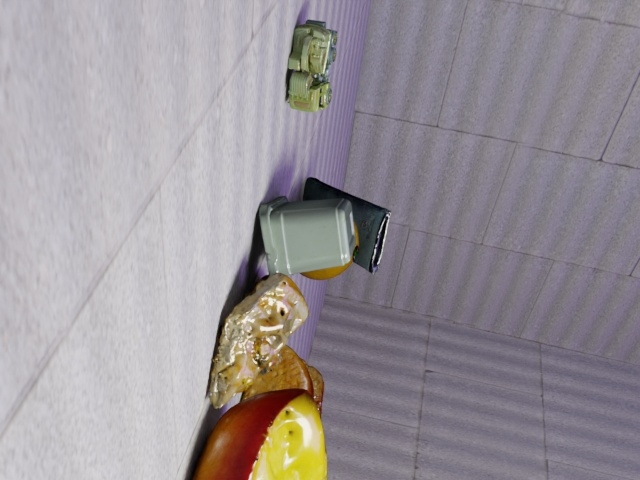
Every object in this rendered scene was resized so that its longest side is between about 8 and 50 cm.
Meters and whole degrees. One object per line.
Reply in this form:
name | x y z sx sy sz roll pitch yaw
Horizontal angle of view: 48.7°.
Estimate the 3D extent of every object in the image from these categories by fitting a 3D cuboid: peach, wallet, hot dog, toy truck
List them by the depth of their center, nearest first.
peach | -0.139 0.489 1.466 0.380 0.242 0.306 -58 137 -33
toy truck | -0.024 -0.368 1.515 0.116 0.085 0.191 -51 151 -58
hot dog | -0.106 0.474 1.889 0.185 0.223 0.405 100 5 -56
wallet | 0.059 -0.053 2.086 0.379 0.046 0.190 29 -66 50

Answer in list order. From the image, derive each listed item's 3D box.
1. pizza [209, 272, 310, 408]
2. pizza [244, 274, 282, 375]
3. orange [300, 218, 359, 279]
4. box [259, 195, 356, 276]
pizza | -0.129 0.200 1.416 0.297 0.071 0.189 -47 142 -27
pizza | -0.133 0.187 1.633 0.323 0.089 0.223 7 89 -83
orange | 0.000 0.000 1.942 0.236 0.236 0.236 12 90 -85
box | -0.019 -0.017 1.631 0.312 0.182 0.175 -53 135 -79
